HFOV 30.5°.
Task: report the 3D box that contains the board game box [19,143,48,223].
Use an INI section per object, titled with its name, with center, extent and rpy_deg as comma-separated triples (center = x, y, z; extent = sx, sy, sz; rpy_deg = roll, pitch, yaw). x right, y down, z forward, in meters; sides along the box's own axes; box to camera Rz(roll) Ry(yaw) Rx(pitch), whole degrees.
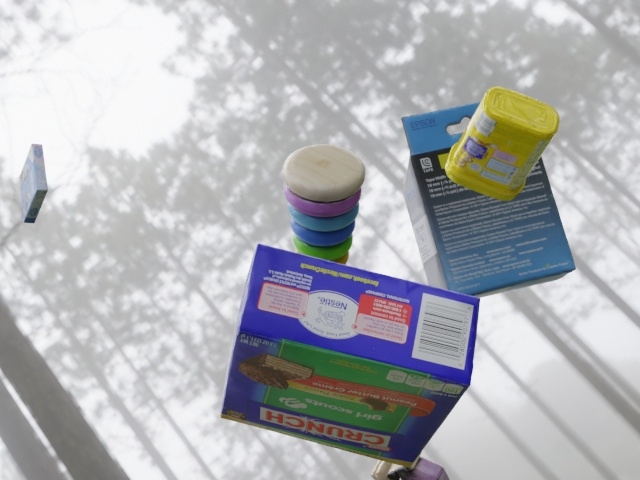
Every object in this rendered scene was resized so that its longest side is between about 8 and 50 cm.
[board game box]
center = -0.449, -0.089, 1.834
extent = 0.020, 0.090, 0.090
rpy_deg = 4, -36, -28

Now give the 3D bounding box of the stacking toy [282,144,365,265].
[stacking toy]
center = 0.000, 0.000, 2.064
extent = 0.141, 0.141, 0.330
rpy_deg = -25, -43, -30

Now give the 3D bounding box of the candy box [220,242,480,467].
[candy box]
center = 0.023, 0.150, 1.427
extent = 0.317, 0.268, 0.122
rpy_deg = 107, 176, -63

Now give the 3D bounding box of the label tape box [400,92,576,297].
[label tape box]
center = 0.284, -0.070, 2.093
extent = 0.240, 0.334, 0.106
rpy_deg = -12, -10, -13

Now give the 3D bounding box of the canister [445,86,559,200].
[canister]
center = 0.275, -0.146, 1.777
extent = 0.170, 0.126, 0.073
rpy_deg = 114, 176, -56

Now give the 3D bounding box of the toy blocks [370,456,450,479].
[toy blocks]
center = 0.122, 0.557, 1.940
extent = 0.288, 0.260, 0.309
rpy_deg = -39, 14, 51
